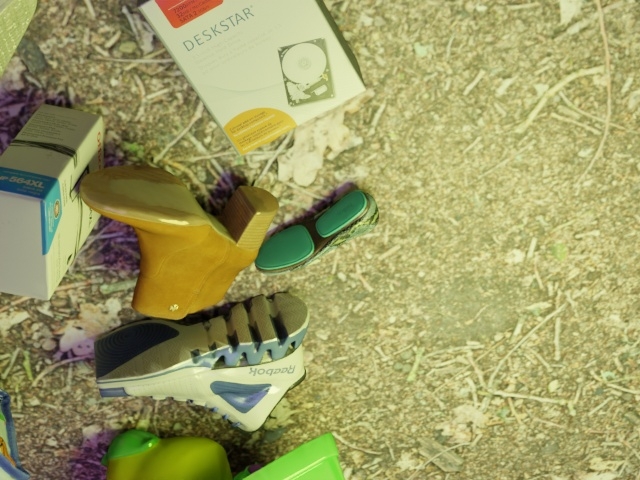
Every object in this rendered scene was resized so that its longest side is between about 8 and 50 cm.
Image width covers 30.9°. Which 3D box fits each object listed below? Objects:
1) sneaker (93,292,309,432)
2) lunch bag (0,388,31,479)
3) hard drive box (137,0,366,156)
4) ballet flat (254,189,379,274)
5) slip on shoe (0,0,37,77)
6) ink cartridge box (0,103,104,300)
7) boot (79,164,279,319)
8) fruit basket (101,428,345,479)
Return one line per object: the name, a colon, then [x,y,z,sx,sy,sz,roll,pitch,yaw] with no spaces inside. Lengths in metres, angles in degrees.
sneaker: [-0.156,0.202,1.651,0.315,0.127,0.182,-12,124,-1]
lunch bag: [-0.622,0.249,1.499,0.327,0.239,0.385,-34,132,-4]
hard drive box: [-0.080,-0.243,1.369,0.181,0.089,0.232,-27,124,11]
ballet flat: [0.000,0.000,1.573,0.188,0.070,0.070,-28,124,17]
slip on shoe: [-0.448,-0.195,1.352,0.101,0.123,0.331,43,120,4]
ink cartridge box: [-0.330,-0.050,1.392,0.085,0.203,0.148,11,126,5]
boot: [-0.206,0.016,1.487,0.295,0.104,0.211,5,132,-40]
fruit basket: [-0.137,0.404,1.740,0.283,0.392,0.392,-25,131,-27]
